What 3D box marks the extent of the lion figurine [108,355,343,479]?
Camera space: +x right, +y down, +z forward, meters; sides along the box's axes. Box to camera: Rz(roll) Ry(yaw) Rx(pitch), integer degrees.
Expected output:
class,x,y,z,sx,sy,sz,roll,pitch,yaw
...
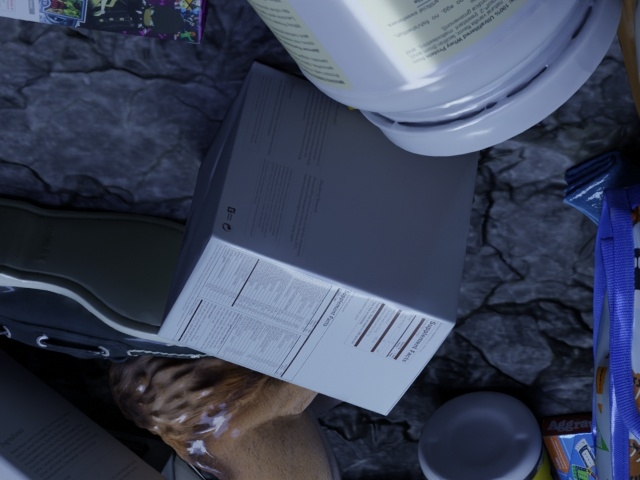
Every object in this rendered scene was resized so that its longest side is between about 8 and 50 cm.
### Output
class,x,y,z,sx,sy,sz,roll,pitch,yaw
lion figurine,-0.025,0.223,1.806,0.240,0.392,0.142,-22,162,-8

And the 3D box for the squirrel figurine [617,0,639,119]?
class,x,y,z,sx,sy,sz,roll,pitch,yaw
squirrel figurine,0.413,-0.098,1.355,0.370,0.281,0.397,-11,115,-3

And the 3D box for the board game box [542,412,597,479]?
class,x,y,z,sx,sy,sz,roll,pitch,yaw
board game box,0.324,0.261,1.973,0.145,0.027,0.281,-8,136,18

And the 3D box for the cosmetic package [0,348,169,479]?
class,x,y,z,sx,sy,sz,roll,pitch,yaw
cosmetic package,-0.343,0.206,1.814,0.365,0.155,0.197,39,114,8

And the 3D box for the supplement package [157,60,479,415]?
class,x,y,z,sx,sy,sz,roll,pitch,yaw
supplement package,0.000,0.000,1.614,0.203,0.194,0.149,20,139,-10

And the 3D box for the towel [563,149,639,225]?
class,x,y,z,sx,sy,sz,roll,pitch,yaw
towel,0.261,-0.025,1.655,0.067,0.029,0.119,-30,125,36

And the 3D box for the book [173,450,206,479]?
class,x,y,z,sx,sy,sz,roll,pitch,yaw
book,-0.186,0.272,2.096,0.144,0.035,0.096,-14,135,28

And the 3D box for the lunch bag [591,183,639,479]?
class,x,y,z,sx,sy,sz,roll,pitch,yaw
lunch bag,0.383,0.103,1.617,0.328,0.239,0.385,-3,131,2

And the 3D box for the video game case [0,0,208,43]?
class,x,y,z,sx,sy,sz,roll,pitch,yaw
video game case,-0.186,-0.253,1.480,0.210,0.042,0.232,8,140,3

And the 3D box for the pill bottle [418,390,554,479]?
class,x,y,z,sx,sy,sz,roll,pitch,yaw
pill bottle,0.171,0.251,1.925,0.119,0.119,0.208,-3,138,16

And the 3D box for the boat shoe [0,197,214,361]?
class,x,y,z,sx,sy,sz,roll,pitch,yaw
boat shoe,-0.205,0.052,1.774,0.340,0.127,0.113,9,141,5

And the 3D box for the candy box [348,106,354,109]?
class,x,y,z,sx,sy,sz,roll,pitch,yaw
candy box,0.099,-0.159,1.539,0.206,0.027,0.105,-9,139,22

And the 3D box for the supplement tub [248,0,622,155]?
class,x,y,z,sx,sy,sz,roll,pitch,yaw
supplement tub,0.039,-0.233,1.305,0.235,0.235,0.325,-17,133,28

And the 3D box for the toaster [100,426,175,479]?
class,x,y,z,sx,sy,sz,roll,pitch,yaw
toaster,-0.235,0.276,1.973,0.185,0.168,0.110,12,124,18
